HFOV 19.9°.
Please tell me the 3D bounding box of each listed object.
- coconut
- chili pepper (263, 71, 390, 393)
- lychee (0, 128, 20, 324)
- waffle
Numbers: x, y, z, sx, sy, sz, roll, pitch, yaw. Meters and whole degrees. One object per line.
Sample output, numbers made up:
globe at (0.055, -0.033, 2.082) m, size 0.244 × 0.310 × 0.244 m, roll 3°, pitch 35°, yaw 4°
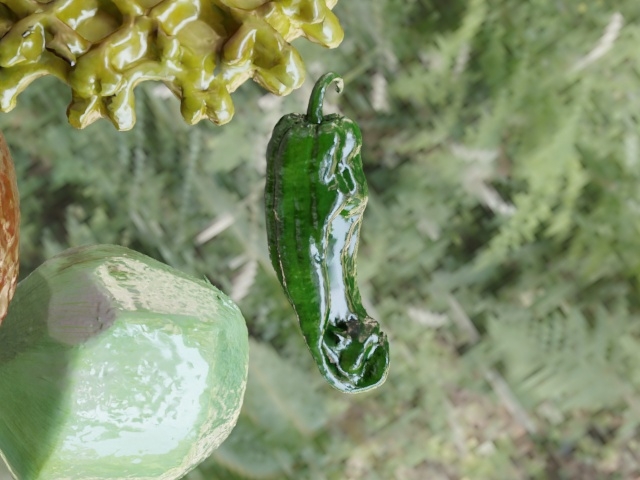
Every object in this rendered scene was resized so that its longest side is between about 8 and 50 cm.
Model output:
coconut at (-0.252, 0.143, 2.022) m, size 0.328 × 0.281 × 0.328 m, roll 8°, pitch -174°, yaw -1°
chili pepper at (0.006, 0.000, 1.425) m, size 0.100 × 0.257 × 0.074 m, roll -21°, pitch -151°, yaw -29°
lychee at (-0.303, 0.000, 1.142) m, size 0.255 × 0.255 × 0.300 m, roll -31°, pitch 159°, yaw -20°
waffle at (-0.100, -0.196, 1.100) m, size 0.259 × 0.293 × 0.069 m, roll 5°, pitch 152°, yaw -4°
